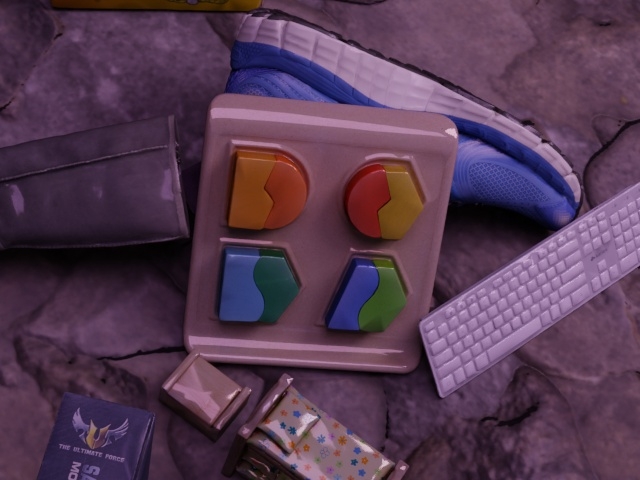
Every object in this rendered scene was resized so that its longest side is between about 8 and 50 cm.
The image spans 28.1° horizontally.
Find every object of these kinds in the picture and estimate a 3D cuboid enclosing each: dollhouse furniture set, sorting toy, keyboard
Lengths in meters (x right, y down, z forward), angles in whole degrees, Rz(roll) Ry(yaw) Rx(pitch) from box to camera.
[{"bbox_3d":[-0.081,-0.007,1.044,0.114,0.091,0.081,66,24,-2],"label":"dollhouse furniture set"},{"bbox_3d":[0.000,0.000,0.974,0.193,0.038,0.208,5,105,-10],"label":"sorting toy"},{"bbox_3d":[0.185,0.037,1.054,0.256,0.014,0.072,-30,111,-25],"label":"keyboard"},{"bbox_3d":[-0.062,0.176,0.895,0.182,0.101,0.161,35,61,7],"label":"dollhouse furniture set"}]

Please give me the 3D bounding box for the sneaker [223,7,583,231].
[{"bbox_3d":[0.064,-0.070,1.056,0.330,0.130,0.147,20,101,-18],"label":"sneaker"}]

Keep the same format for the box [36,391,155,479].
[{"bbox_3d":[-0.152,0.220,0.776,0.059,0.232,0.183,13,59,-3],"label":"box"}]

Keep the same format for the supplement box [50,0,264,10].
[{"bbox_3d":[-0.150,-0.403,1.133,0.195,0.194,0.356,-2,63,-14],"label":"supplement box"}]

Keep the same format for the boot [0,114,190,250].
[{"bbox_3d":[-0.213,-0.069,0.978,0.209,0.076,0.189,-15,78,6],"label":"boot"}]
